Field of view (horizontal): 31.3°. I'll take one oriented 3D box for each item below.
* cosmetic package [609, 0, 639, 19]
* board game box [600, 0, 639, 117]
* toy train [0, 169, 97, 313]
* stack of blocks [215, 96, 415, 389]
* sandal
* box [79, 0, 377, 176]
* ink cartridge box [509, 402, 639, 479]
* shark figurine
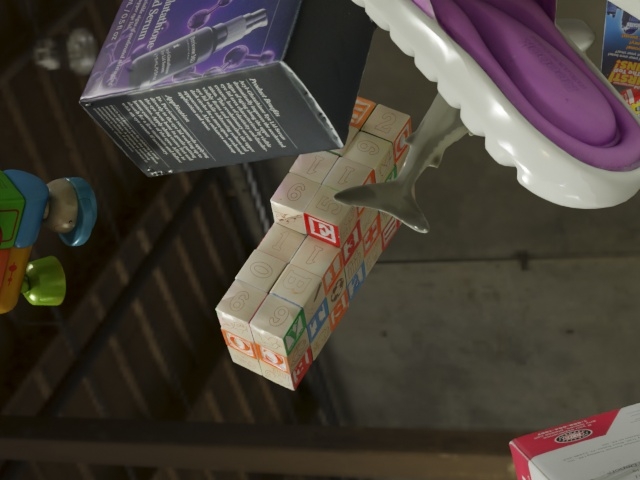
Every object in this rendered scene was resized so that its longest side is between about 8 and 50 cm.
[{"bbox_3d":[0.247,-0.244,0.525,0.327,0.394,0.329,-58,4,20],"label":"cosmetic package"},{"bbox_3d":[0.370,-0.193,1.196,0.194,0.194,0.060,-65,-27,-18],"label":"board game box"},{"bbox_3d":[-0.297,0.048,1.034,0.143,0.105,0.248,-5,-53,-41],"label":"toy train"},{"bbox_3d":[0.000,0.000,1.302,0.297,0.087,0.171,-57,-22,-26],"label":"stack of blocks"},{"bbox_3d":[0.097,-0.202,0.803,0.169,0.102,0.416,-24,-113,-45],"label":"sandal"},{"bbox_3d":[-0.073,-0.153,0.960,0.108,0.207,0.153,51,-138,-43],"label":"box"},{"bbox_3d":[0.154,0.115,0.469,0.150,0.109,0.063,-133,29,-82],"label":"ink cartridge box"},{"bbox_3d":[0.126,-0.145,1.116,0.116,0.278,0.166,39,-160,-21],"label":"shark figurine"}]
